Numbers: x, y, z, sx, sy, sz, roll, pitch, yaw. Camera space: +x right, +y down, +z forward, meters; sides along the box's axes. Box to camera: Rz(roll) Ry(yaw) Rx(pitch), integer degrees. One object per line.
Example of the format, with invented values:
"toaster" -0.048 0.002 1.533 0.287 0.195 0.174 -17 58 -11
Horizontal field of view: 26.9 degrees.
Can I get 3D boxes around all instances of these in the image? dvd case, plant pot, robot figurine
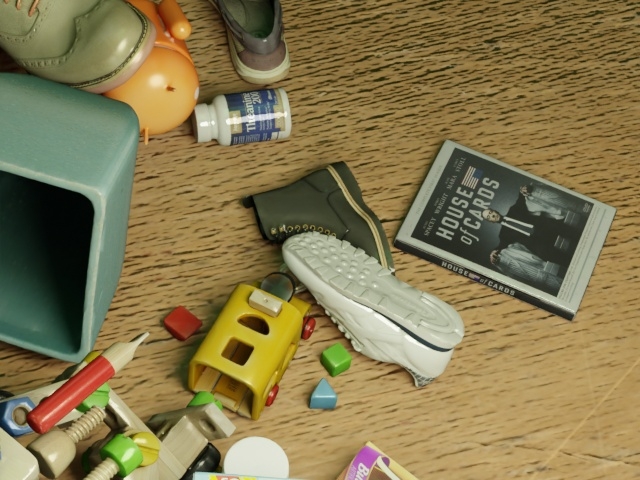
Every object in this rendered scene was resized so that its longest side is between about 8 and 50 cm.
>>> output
"dvd case" 0.234 -0.016 1.677 0.239 0.029 0.179 23 56 8
"plant pot" -0.327 -0.058 1.518 0.248 0.247 0.252 16 38 4
"robot figurine" -0.226 -0.217 1.687 0.158 0.128 0.219 -24 46 -1

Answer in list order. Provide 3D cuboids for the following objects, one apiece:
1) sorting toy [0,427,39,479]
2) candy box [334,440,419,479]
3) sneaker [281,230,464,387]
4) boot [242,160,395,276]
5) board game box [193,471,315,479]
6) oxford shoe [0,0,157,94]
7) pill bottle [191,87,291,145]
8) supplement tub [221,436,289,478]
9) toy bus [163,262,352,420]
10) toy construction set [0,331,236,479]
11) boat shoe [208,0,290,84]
"sorting toy" -0.411 0.184 1.085 0.257 0.089 0.255 36 59 14
"candy box" 0.036 0.318 1.416 0.109 0.053 0.186 36 62 16
"sneaker" 0.047 0.079 1.537 0.235 0.095 0.090 35 38 10
"boot" 0.000 0.000 1.621 0.137 0.077 0.198 -18 47 -13
"board game box" 0.008 0.323 1.293 0.275 0.144 0.142 4 58 -3
"oxford shoe" -0.357 -0.283 1.632 0.397 0.146 0.140 22 76 41
"pill bottle" -0.102 -0.157 1.708 0.120 0.067 0.067 -8 58 -12
"supplement tub" -0.071 0.260 1.409 0.071 0.107 0.071 3 56 -5
"toy bus" -0.069 0.099 1.519 0.191 0.104 0.202 -15 60 -16
"toy construction set" -0.203 0.183 1.346 0.257 0.309 0.237 41 56 10
"boat shoe" -0.104 -0.343 1.817 0.103 0.092 0.285 -10 58 -13
